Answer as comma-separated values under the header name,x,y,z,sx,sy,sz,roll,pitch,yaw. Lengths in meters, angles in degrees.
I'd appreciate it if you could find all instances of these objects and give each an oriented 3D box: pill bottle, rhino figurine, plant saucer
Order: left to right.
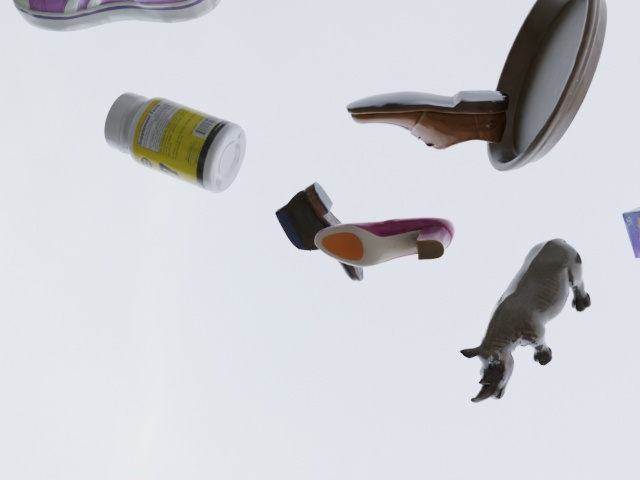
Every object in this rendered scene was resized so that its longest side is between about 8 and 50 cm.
name,x,y,z,sx,sy,sz,roll,pitch,yaw
pill bottle,-0.236,-0.163,1.480,0.208,0.119,0.119,21,-100,17
rhino figurine,0.245,0.098,1.106,0.073,0.106,0.243,19,-119,44
plant saucer,0.292,-0.217,1.182,0.278,0.041,0.278,-162,-90,-82

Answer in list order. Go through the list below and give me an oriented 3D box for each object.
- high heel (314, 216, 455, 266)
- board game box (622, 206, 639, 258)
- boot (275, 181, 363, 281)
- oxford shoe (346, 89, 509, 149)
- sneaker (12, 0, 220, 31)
name,x,y,z,sx,sy,sz,roll,pitch,yaw
high heel,0.117,-0.012,1.641,0.244,0.082,0.117,-3,-158,19
board game box,0.638,-0.052,1.307,0.347,0.233,0.078,167,-95,-73
boot,0.000,0.000,1.835,0.106,0.082,0.219,-26,-84,18
oxford shoe,0.137,-0.155,1.197,0.212,0.076,0.076,5,-152,14
sneaker,-0.256,-0.329,1.024,0.282,0.161,0.102,1,-128,25
